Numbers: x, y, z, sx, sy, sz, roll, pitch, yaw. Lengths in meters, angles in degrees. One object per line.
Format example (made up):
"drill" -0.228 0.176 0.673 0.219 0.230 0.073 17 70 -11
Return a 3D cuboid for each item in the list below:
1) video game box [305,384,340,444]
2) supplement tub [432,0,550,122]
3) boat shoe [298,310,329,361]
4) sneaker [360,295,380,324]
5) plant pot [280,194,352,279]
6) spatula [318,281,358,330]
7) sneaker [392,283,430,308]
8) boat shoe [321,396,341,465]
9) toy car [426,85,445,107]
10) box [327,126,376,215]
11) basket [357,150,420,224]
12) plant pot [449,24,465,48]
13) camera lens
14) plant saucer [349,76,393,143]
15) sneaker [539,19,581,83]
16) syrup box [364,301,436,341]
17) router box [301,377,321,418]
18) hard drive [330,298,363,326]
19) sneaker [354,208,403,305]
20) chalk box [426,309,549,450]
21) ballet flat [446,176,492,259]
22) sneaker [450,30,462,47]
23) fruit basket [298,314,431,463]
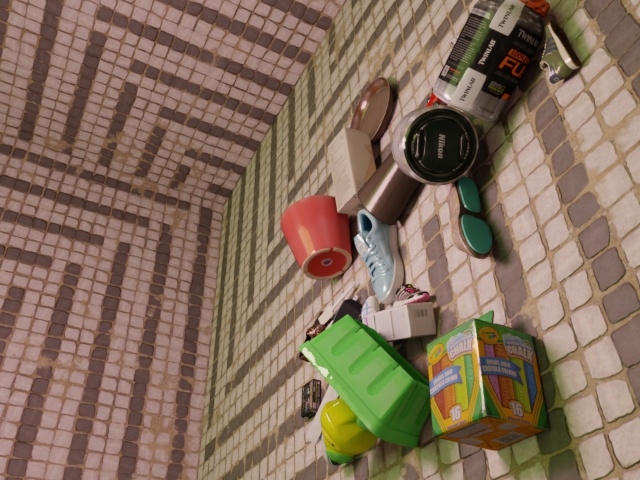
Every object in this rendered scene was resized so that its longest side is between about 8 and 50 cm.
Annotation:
"video game box" 0.043 0.534 2.017 0.205 0.048 0.187 -67 -17 13
"supplement tub" 0.471 -0.516 1.724 0.338 0.207 0.207 -65 23 20
"boat shoe" -0.024 0.368 2.406 0.073 0.073 0.207 6 78 69
"sneaker" 0.175 0.283 2.009 0.086 0.085 0.237 -19 49 31
"plant pot" 0.000 0.000 2.409 0.275 0.275 0.243 -54 37 37
"spatula" 0.079 0.277 2.278 0.242 0.019 0.168 -51 38 31
"sneaker" 0.270 0.162 1.877 0.170 0.063 0.075 146 131 -64
"boat shoe" 0.101 0.554 1.906 0.119 0.121 0.335 30 107 48
"toy car" 0.352 -0.396 2.120 0.225 0.053 0.239 -20 55 63
"box" 0.126 -0.263 2.392 0.148 0.121 0.311 -45 44 50
"basket" 0.250 -0.200 2.093 0.227 0.154 0.204 -56 29 27
"plant pot" 0.472 -0.611 1.969 0.081 0.081 0.083 -52 42 41
"camera lens" 0.322 -0.277 1.812 0.274 0.219 0.219 -93 24 -80
"plant saucer" 0.212 -0.505 2.536 0.310 0.050 0.311 -49 31 44
"sneaker" 0.591 -0.477 1.599 0.086 0.064 0.192 -46 37 39
"syrup box" 0.230 0.247 1.842 0.237 0.093 0.096 -27 68 60
"router box" -0.035 0.584 2.311 0.092 0.038 0.122 -47 33 47
"hard drive" 0.086 0.340 2.168 0.172 0.054 0.255 33 105 59
"sneaker" 0.174 0.048 2.076 0.135 0.150 0.366 -53 29 41
"chalk box" 0.363 0.294 1.407 0.180 0.179 0.289 -47 34 46
"ballet flat" 0.395 -0.041 1.702 0.316 0.107 0.106 -82 17 -47
"sneaker" 0.479 -0.608 1.850 0.305 0.152 0.114 -65 21 13
"fruit basket" 0.094 0.449 1.725 0.392 0.283 0.392 -16 60 29
